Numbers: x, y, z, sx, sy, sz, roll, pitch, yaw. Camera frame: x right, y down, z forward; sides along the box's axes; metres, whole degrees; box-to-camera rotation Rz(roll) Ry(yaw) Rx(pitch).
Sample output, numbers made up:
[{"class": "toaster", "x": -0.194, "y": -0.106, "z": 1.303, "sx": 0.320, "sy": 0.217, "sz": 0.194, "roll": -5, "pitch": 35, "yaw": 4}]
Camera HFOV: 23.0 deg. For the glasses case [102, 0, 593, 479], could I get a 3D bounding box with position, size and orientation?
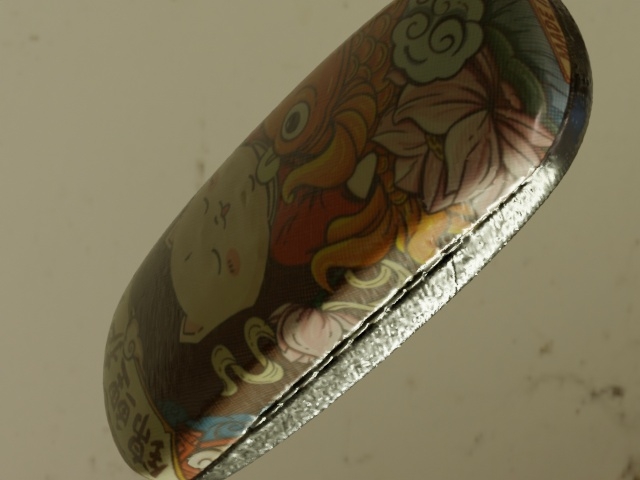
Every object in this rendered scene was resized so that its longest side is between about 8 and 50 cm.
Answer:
[{"class": "glasses case", "x": 0.000, "y": 0.000, "z": 0.746, "sx": 0.082, "sy": 0.321, "sz": 0.122, "roll": 18, "pitch": -140, "yaw": -38}]
